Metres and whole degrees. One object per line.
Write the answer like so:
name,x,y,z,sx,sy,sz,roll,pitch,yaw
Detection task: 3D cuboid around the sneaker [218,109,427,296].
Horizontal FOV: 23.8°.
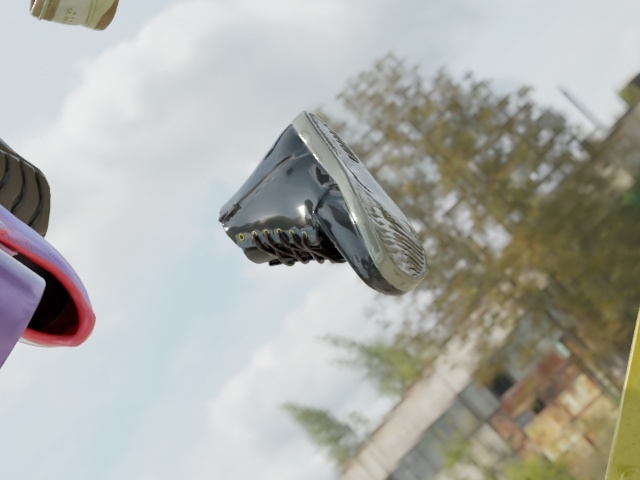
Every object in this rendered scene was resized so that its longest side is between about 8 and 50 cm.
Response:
sneaker,0.000,0.000,1.205,0.118,0.222,0.083,-46,-53,12

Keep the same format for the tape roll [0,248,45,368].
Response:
tape roll,-0.267,0.081,0.992,0.189,0.080,0.189,-49,15,18

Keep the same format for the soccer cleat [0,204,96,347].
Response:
soccer cleat,-0.316,-0.012,1.259,0.109,0.318,0.116,-55,31,-8

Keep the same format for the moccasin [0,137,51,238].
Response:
moccasin,-0.415,-0.098,1.550,0.147,0.139,0.380,-5,-19,16

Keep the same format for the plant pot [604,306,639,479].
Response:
plant pot,0.279,0.113,0.902,0.187,0.212,0.212,32,-111,-54

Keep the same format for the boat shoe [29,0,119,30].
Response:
boat shoe,-0.260,-0.368,1.617,0.089,0.285,0.104,3,-11,-24
